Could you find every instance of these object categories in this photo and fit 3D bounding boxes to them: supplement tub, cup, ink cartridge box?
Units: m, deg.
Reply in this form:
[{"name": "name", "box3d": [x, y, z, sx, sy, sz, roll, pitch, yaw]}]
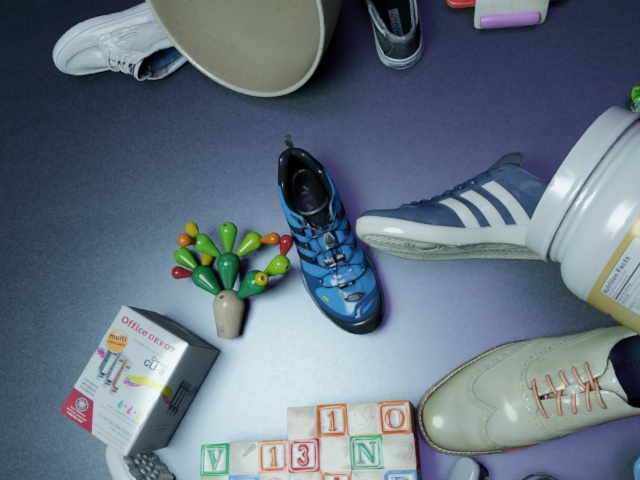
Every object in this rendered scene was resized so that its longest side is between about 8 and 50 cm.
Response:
[{"name": "supplement tub", "box3d": [0.410, 0.010, 0.604, 0.316, 0.228, 0.228, 37, 85, 28]}, {"name": "cup", "box3d": [-0.089, -0.437, 0.916, 0.331, 0.331, 0.237, 23, 56, 15]}, {"name": "ink cartridge box", "box3d": [-0.263, 0.206, 0.851, 0.128, 0.127, 0.176, 26, 81, 16]}]

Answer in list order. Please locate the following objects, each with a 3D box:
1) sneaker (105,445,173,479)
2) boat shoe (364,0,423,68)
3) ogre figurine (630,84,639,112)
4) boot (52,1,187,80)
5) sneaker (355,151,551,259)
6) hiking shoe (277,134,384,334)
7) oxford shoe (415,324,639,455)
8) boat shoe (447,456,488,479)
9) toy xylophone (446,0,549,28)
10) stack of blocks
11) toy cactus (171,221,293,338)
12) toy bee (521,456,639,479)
[{"name": "sneaker", "box3d": [-0.254, 0.395, 0.826, 0.095, 0.090, 0.235, -44, 71, 7]}, {"name": "boat shoe", "box3d": [0.104, -0.447, 0.963, 0.113, 0.105, 0.306, -9, 74, 8]}, {"name": "ogre figurine", "box3d": [0.540, -0.158, 0.812, 0.197, 0.097, 0.118, 30, 71, 5]}, {"name": "boot", "box3d": [-0.354, -0.339, 1.026, 0.258, 0.095, 0.123, -24, 66, 3]}, {"name": "sneaker", "box3d": [0.227, -0.053, 0.830, 0.350, 0.131, 0.148, 1, 77, 1]}, {"name": "hiking shoe", "box3d": [0.000, 0.000, 0.852, 0.113, 0.132, 0.304, -27, 72, 3]}, {"name": "oxford shoe", "box3d": [0.314, 0.181, 0.734, 0.397, 0.146, 0.140, -21, 73, 3]}, {"name": "boat shoe", "box3d": [0.182, 0.362, 0.770, 0.040, 0.049, 0.142, 31, 91, -26]}, {"name": "toy xylophone", "box3d": [0.341, -0.510, 0.946, 0.236, 0.081, 0.322, 7, 77, 13]}, {"name": "stack of blocks", "box3d": [-0.013, 0.320, 0.785, 0.297, 0.087, 0.171, -8, 67, 12]}, {"name": "toy cactus", "box3d": [-0.143, 0.062, 0.878, 0.219, 0.112, 0.180, 1, 93, 18]}, {"name": "toy bee", "box3d": [0.428, 0.339, 0.688, 0.195, 0.298, 0.162, -35, 101, -35]}]
